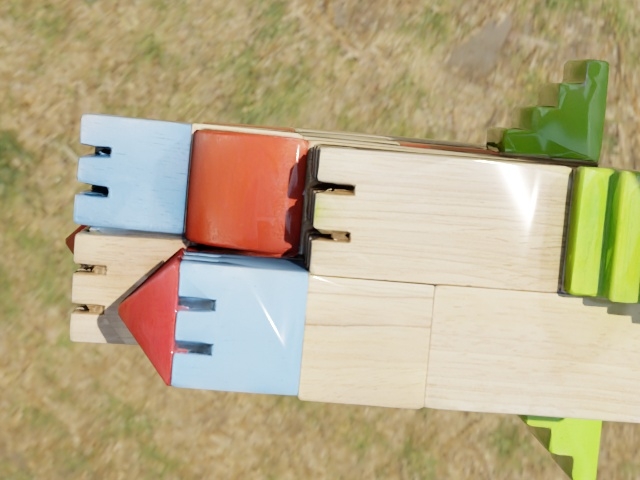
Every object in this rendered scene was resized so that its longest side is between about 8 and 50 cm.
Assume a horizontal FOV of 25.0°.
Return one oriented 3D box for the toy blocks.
[{"bbox_3d":[0.000,0.000,0.678,0.261,0.381,0.190,4,95,-4],"label":"toy blocks"}]
